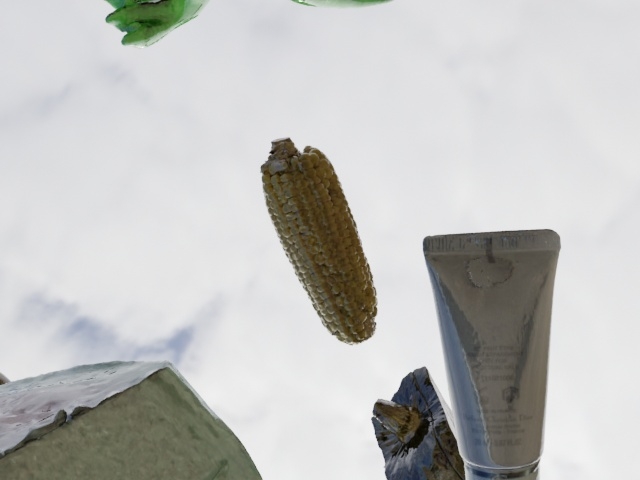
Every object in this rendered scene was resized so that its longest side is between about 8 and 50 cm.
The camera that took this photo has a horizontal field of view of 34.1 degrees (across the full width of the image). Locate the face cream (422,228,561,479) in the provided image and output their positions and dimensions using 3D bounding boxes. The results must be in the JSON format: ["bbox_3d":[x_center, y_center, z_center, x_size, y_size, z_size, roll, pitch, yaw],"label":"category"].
[{"bbox_3d":[0.189,0.144,1.115,0.089,0.143,0.314,-52,-42,-71],"label":"face cream"}]

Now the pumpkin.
[{"bbox_3d":[0.156,0.312,1.504,0.248,0.131,0.126,52,-160,22],"label":"pumpkin"}]

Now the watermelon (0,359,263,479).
[{"bbox_3d":[-0.196,0.207,0.594,0.258,0.387,0.228,-32,-65,-74],"label":"watermelon"}]

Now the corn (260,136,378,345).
[{"bbox_3d":[0.000,0.000,1.523,0.119,0.119,0.322,-21,-87,-41],"label":"corn"}]

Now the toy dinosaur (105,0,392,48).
[{"bbox_3d":[-0.036,-0.329,0.772,0.500,0.374,0.144,-15,-121,-42],"label":"toy dinosaur"}]

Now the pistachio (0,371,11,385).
[{"bbox_3d":[-0.321,0.168,0.923,0.108,0.185,0.126,21,-91,-57],"label":"pistachio"}]
